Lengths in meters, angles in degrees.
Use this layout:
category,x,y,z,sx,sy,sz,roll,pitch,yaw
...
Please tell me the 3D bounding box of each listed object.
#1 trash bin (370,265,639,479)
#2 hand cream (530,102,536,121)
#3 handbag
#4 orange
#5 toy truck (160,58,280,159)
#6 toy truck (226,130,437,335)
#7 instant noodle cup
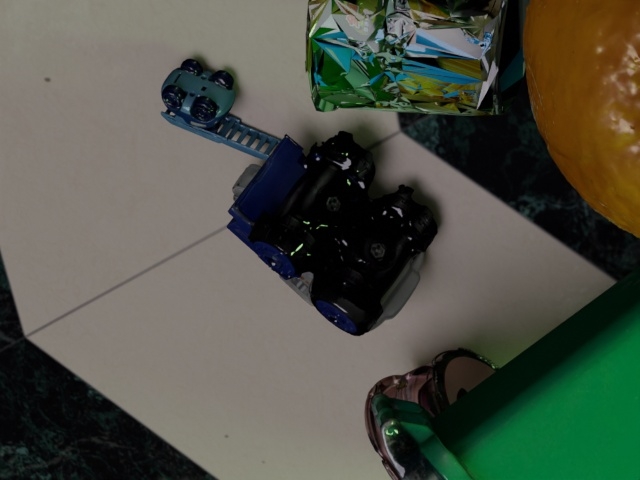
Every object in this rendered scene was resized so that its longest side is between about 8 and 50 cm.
category,x,y,z,sx,sy,sz,roll,pitch,yaw
trash bin,0.264,0.173,1.827,0.381,0.259,0.295,-41,94,0
hand cream,0.300,-0.155,1.831,0.205,0.050,0.078,-18,102,31
handbag,0.154,0.214,2.054,0.116,0.179,0.205,-39,93,33
orange,0.339,-0.150,1.633,0.340,0.293,0.341,6,109,17
toy truck,-0.110,-0.141,2.077,0.136,0.063,0.074,23,146,15
toy truck,0.000,0.000,2.039,0.213,0.161,0.177,43,155,-13
instant noodle cup,0.104,-0.220,1.808,0.178,0.240,0.240,10,122,15
